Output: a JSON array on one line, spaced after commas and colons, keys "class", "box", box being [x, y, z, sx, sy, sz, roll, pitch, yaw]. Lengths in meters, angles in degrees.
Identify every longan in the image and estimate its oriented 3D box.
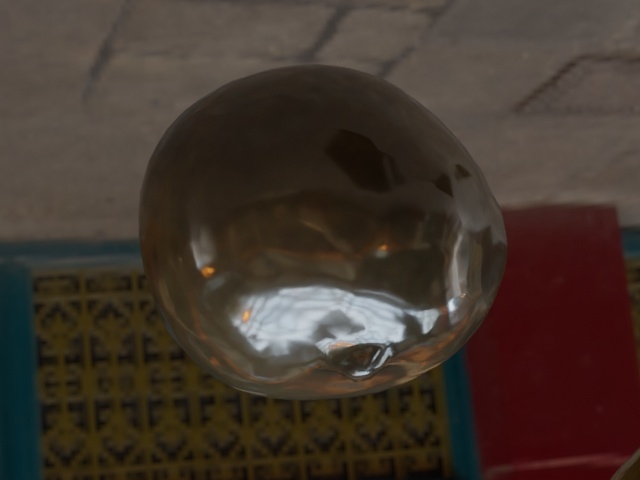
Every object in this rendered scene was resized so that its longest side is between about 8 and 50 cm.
[{"class": "longan", "box": [0.003, -0.003, 1.373, 0.297, 0.297, 0.297, -6, 168, -1]}]

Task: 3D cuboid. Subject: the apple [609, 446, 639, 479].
[{"class": "apple", "box": [0.327, 0.248, 0.932, 0.333, 0.400, 0.400, -40, 160, 8]}]
